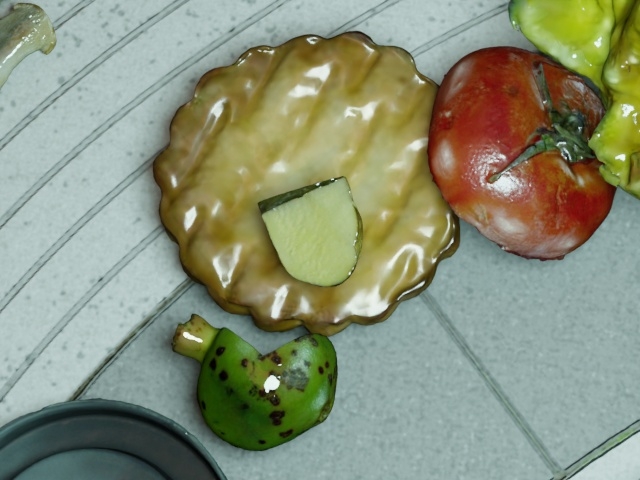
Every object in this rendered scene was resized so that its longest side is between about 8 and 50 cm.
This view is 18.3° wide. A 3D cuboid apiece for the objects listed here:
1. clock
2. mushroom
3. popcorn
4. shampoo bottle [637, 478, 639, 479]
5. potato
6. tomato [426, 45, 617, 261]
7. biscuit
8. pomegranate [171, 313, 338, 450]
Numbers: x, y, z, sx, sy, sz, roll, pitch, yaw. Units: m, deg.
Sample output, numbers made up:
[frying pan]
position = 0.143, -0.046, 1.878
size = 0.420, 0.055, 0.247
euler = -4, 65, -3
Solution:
[clock]
position = -0.227, 0.318, 1.940
size = 0.325, 0.067, 0.325
euler = -2, 70, 6
[mushroom]
position = -0.369, -0.175, 2.144
size = 0.202, 0.054, 0.059
euler = -45, 66, -4
[popcorn]
position = 0.355, -0.217, 1.924
size = 0.325, 0.290, 0.321
euler = 5, 111, 19
[shampoo bottle]
position = 0.346, 0.293, 1.836
size = 0.222, 0.151, 0.349
euler = 30, 76, 18
[potato]
position = 0.000, 0.000, 1.925
size = 0.096, 0.066, 0.103
euler = -16, 78, 16
[tomato]
position = 0.216, -0.099, 1.961
size = 0.228, 0.101, 0.228
euler = 20, 53, -30
[biscuit]
position = -0.004, -0.056, 2.025
size = 0.325, 0.107, 0.326
euler = -3, 73, 8
[pomegranate]
position = -0.069, 0.143, 1.940
size = 0.169, 0.143, 0.122
euler = 12, 78, -2
